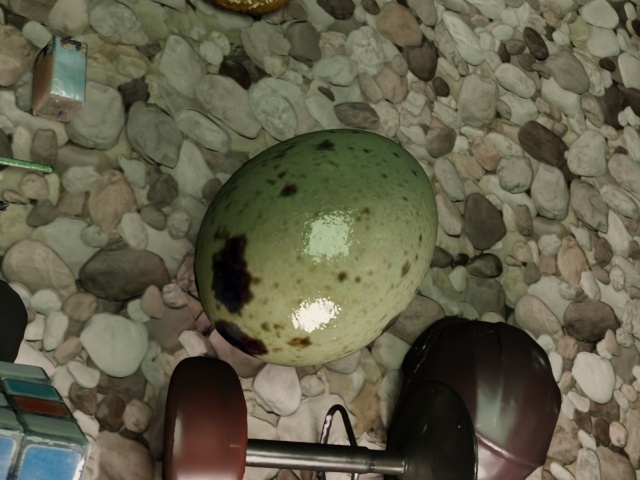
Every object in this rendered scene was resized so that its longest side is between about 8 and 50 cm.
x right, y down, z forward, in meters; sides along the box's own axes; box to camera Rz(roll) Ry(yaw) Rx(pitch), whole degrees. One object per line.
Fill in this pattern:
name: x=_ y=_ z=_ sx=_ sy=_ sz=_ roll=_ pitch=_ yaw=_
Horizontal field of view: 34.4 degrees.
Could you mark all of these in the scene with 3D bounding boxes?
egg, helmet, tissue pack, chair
egg: x=0.000 y=0.000 z=1.359 sx=0.287 sy=0.287 sz=0.379 roll=43 pitch=49 yaw=-7
helmet: x=0.240 y=0.220 z=1.465 sx=0.225 sy=0.177 sz=0.305 roll=28 pitch=59 yaw=-14
tissue pack: x=-0.350 y=-0.216 z=1.389 sx=0.059 sy=0.074 sz=0.094 roll=13 pitch=62 yaw=-32
chair: x=-0.032 y=0.261 z=1.263 sx=0.401 sy=0.226 sz=0.226 roll=10 pitch=64 yaw=-26

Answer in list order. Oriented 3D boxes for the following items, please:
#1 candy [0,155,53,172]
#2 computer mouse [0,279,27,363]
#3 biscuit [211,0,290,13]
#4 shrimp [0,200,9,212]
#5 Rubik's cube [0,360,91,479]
candy: x=-0.491 y=-0.118 z=1.275 sx=0.336 sy=0.093 sz=0.092 roll=11 pitch=56 yaw=-35
computer mouse: x=-0.426 y=0.144 z=1.181 sx=0.138 sy=0.086 sz=0.269 roll=23 pitch=58 yaw=-19
biscuit: x=-0.135 y=-0.469 z=1.640 sx=0.254 sy=0.035 sz=0.253 roll=11 pitch=64 yaw=-23
shrimp: x=-0.516 y=-0.029 z=1.158 sx=0.317 sy=0.062 sz=0.164 roll=-14 pitch=73 yaw=-32
Rubik's cube: x=-0.395 y=0.255 z=1.000 sx=0.259 sy=0.253 sz=0.256 roll=14 pitch=92 yaw=-26
